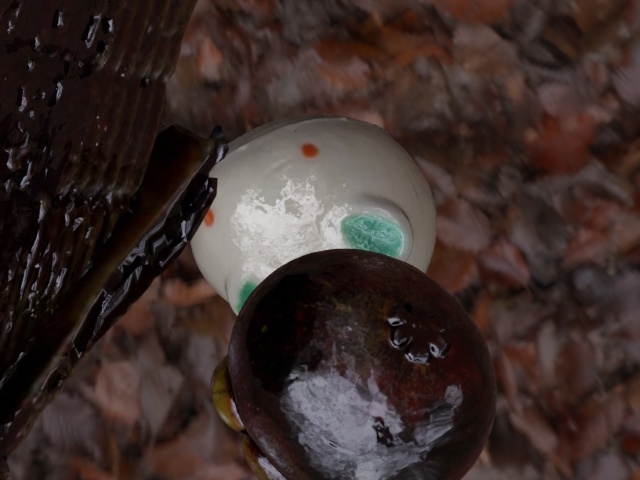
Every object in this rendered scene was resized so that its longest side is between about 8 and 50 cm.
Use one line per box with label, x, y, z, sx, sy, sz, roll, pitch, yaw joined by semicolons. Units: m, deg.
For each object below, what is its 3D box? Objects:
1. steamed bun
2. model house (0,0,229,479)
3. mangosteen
steamed bun;0.000;0.000;1.276;0.177;0.131;0.228;-28;156;10
model house;-0.208;-0.064;0.750;0.297;0.317;0.283;0;110;-48
mangosteen;0.011;0.071;0.807;0.140;0.140;0.140;-4;115;-8
